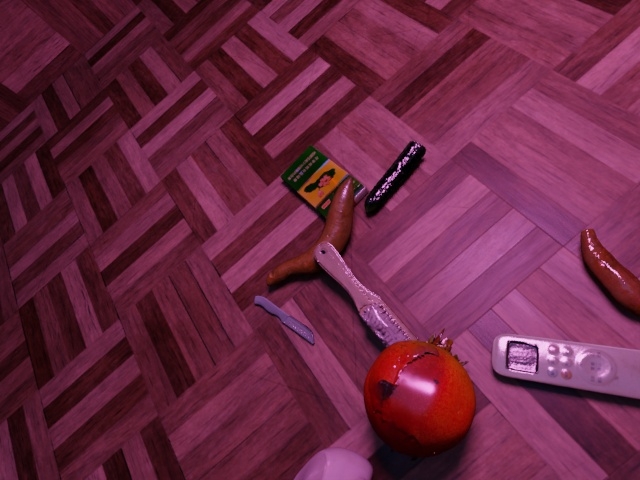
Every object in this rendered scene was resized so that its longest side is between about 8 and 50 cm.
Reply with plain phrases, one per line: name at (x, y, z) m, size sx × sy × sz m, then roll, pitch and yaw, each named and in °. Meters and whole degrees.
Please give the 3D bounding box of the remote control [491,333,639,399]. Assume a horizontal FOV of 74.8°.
remote control at (0.486, 0.234, 0.779) m, size 0.310 × 0.038 × 0.090 m, roll 4°, pitch 70°, yaw 25°

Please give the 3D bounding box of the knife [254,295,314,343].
knife at (-0.090, 0.194, 1.051) m, size 0.210 × 0.015 × 0.028 m, roll 28°, pitch 74°, yaw 29°

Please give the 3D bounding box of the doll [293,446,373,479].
doll at (0.037, 0.530, 0.774) m, size 0.221 × 0.221 × 0.251 m, roll 8°, pitch 44°, yaw 26°

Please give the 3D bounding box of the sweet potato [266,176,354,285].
sweet potato at (0.003, 0.007, 1.051) m, size 0.108 × 0.079 × 0.346 m, roll 42°, pitch 98°, yaw 12°

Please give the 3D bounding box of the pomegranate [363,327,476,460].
pomegranate at (0.191, 0.285, 0.790) m, size 0.210 × 0.210 × 0.235 m, roll 28°, pitch 58°, yaw 30°

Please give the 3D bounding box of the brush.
brush at (0.091, 0.129, 0.936) m, size 0.070 × 0.065 × 0.327 m, roll -43°, pitch 71°, yaw 9°

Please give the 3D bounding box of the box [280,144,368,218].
box at (0.005, -0.155, 1.149) m, size 0.132 × 0.034 × 0.235 m, roll -46°, pitch 59°, yaw -2°

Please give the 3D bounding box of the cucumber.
cucumber at (0.183, -0.156, 1.062) m, size 0.052 × 0.058 × 0.214 m, roll 39°, pitch 89°, yaw -3°

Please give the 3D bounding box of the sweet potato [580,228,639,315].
sweet potato at (0.582, 0.086, 0.792) m, size 0.078 × 0.058 × 0.255 m, roll -30°, pitch 62°, yaw -15°
